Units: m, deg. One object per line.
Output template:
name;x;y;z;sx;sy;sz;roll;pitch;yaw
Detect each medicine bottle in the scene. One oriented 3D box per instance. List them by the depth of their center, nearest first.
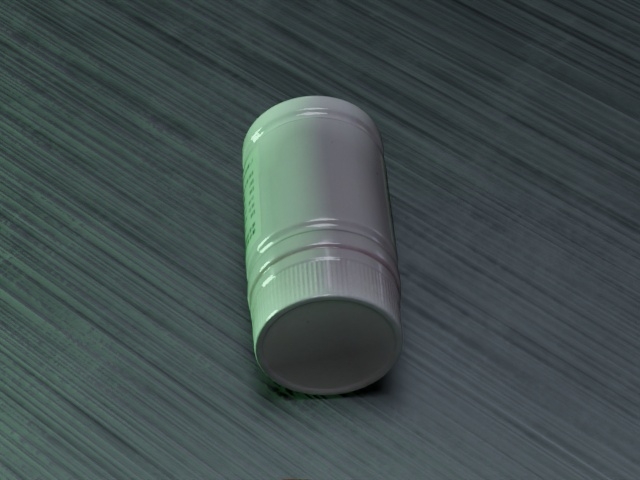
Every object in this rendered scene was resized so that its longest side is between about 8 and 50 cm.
medicine bottle;0.000;0.000;1.520;0.133;0.133;0.249;-2;43;-3

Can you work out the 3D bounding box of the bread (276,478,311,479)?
bread;-0.041;0.241;1.256;0.160;0.160;0.073;-17;53;-17
